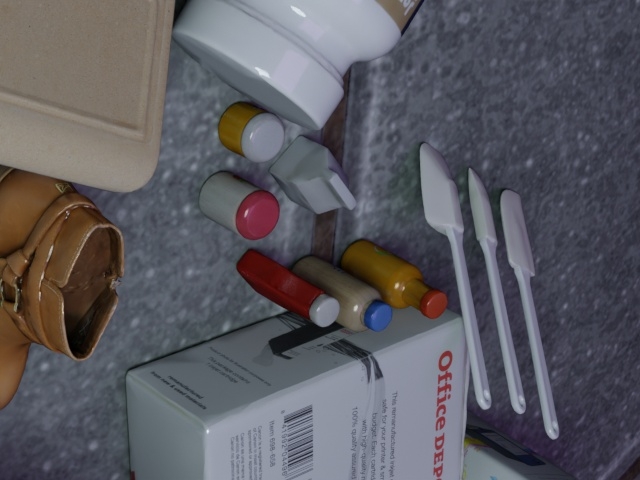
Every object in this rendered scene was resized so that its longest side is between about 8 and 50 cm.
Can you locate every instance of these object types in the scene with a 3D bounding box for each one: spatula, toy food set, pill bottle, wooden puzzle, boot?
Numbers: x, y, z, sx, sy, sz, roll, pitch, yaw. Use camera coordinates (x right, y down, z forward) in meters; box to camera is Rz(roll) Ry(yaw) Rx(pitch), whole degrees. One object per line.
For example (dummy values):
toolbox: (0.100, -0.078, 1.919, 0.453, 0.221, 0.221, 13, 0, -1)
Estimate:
spatula: (0.147, 0.044, 1.211, 0.168, 0.019, 0.242, 27, 49, -50)
toy food set: (0.000, 0.000, 1.097, 0.111, 0.104, 0.232, -49, 135, -13)
pill bottle: (0.017, -0.219, 0.972, 0.153, 0.153, 0.265, 35, 85, -46)
wooden puzzle: (-0.180, -0.164, 0.845, 0.221, 0.044, 0.239, 14, 81, -43)
boot: (-0.189, 0.049, 0.914, 0.073, 0.152, 0.197, -10, 116, -39)

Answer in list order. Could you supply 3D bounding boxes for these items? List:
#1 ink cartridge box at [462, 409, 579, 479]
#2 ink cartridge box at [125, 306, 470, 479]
ink cartridge box: (0.145, 0.259, 1.281, 0.093, 0.212, 0.154, 12, 103, -41)
ink cartridge box: (-0.013, 0.169, 1.161, 0.272, 0.114, 0.197, -18, 121, -36)
